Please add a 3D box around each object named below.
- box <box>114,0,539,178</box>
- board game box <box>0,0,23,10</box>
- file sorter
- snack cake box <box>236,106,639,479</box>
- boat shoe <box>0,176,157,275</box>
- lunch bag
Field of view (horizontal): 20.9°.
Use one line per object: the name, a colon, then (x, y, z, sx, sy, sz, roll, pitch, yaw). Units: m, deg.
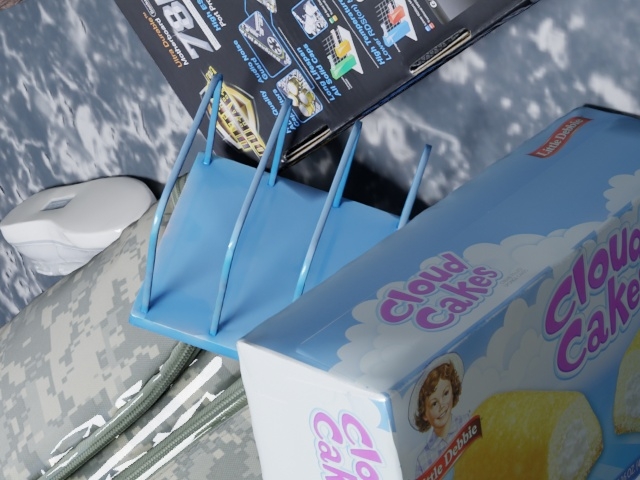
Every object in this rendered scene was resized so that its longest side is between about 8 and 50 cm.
box: (-0.031, -0.205, 0.930, 0.295, 0.073, 0.293, 57, 144, -1)
board game box: (-0.303, -0.264, 1.061, 0.291, 0.232, 0.141, 56, 143, 1)
file sorter: (0.000, 0.000, 0.930, 0.170, 0.118, 0.104, 19, 147, 2)
snack cake box: (0.089, 0.060, 0.823, 0.089, 0.264, 0.152, 17, 128, 38)
boat shoe: (-0.165, 0.000, 1.239, 0.184, 0.066, 0.063, -6, 125, 48)
lunch bag: (-0.105, 0.133, 1.074, 0.305, 0.212, 0.256, -39, 67, 18)
